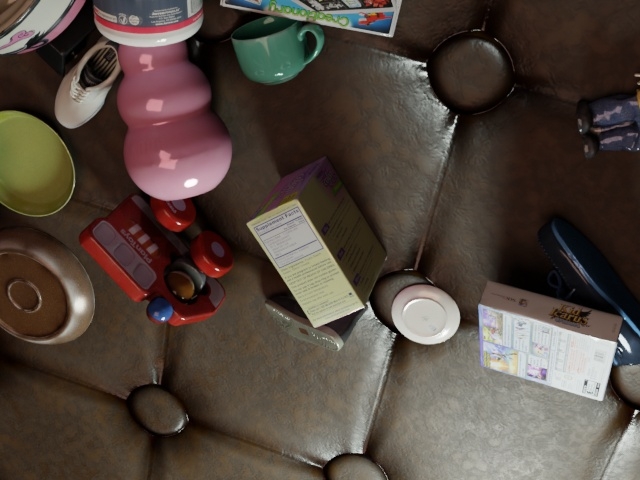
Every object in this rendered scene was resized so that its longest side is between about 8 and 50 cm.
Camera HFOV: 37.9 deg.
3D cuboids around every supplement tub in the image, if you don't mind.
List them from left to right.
[{"bbox_3d":[-0.296,-0.483,1.568,0.191,0.191,0.272,11,127,12],"label":"supplement tub"}]

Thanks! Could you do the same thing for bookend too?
[{"bbox_3d":[-0.463,-0.405,1.774,0.072,0.156,0.157,44,164,-8],"label":"bookend"}]

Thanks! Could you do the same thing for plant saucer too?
[{"bbox_3d":[-0.623,-0.167,1.978,0.241,0.037,0.241,7,119,13],"label":"plant saucer"},{"bbox_3d":[-0.669,0.117,2.134,0.310,0.050,0.310,8,119,14],"label":"plant saucer"}]

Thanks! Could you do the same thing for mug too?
[{"bbox_3d":[-0.078,-0.334,1.658,0.158,0.129,0.097,28,141,52],"label":"mug"}]

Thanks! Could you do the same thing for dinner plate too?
[{"bbox_3d":[0.213,0.155,1.898,0.141,0.017,0.141,7,120,13],"label":"dinner plate"}]

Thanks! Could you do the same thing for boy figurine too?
[{"bbox_3d":[0.582,-0.202,1.557,0.285,0.092,0.177,-6,112,24],"label":"boy figurine"}]

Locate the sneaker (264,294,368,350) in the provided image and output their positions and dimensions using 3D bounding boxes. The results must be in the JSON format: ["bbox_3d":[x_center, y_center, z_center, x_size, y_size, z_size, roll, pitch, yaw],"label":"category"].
[{"bbox_3d":[-0.008,0.146,1.935,0.222,0.118,0.083,21,146,38],"label":"sneaker"}]

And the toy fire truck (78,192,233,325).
[{"bbox_3d":[-0.327,0.049,1.871,0.169,0.254,0.302,-33,103,29],"label":"toy fire truck"}]

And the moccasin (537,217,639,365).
[{"bbox_3d":[0.496,0.116,1.721,0.117,0.138,0.342,-32,103,33],"label":"moccasin"}]

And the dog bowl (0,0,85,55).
[{"bbox_3d":[-0.567,-0.509,1.631,0.408,0.150,0.408,-3,83,22],"label":"dog bowl"}]

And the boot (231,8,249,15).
[{"bbox_3d":[-0.120,-0.525,1.614,0.161,0.083,0.246,-13,112,19],"label":"boot"}]

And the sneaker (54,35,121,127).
[{"bbox_3d":[-0.456,-0.313,1.819,0.094,0.091,0.258,40,121,-5],"label":"sneaker"}]

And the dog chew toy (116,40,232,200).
[{"bbox_3d":[-0.287,-0.248,1.745,0.206,0.206,0.332,-7,107,20],"label":"dog chew toy"}]

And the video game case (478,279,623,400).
[{"bbox_3d":[0.421,0.189,1.732,0.244,0.061,0.269,14,152,18],"label":"video game case"}]

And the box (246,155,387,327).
[{"bbox_3d":[0.000,0.000,1.767,0.117,0.213,0.243,-24,107,26],"label":"box"}]

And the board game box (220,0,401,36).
[{"bbox_3d":[-0.005,-0.469,1.577,0.305,0.053,0.193,10,120,-6],"label":"board game box"}]
